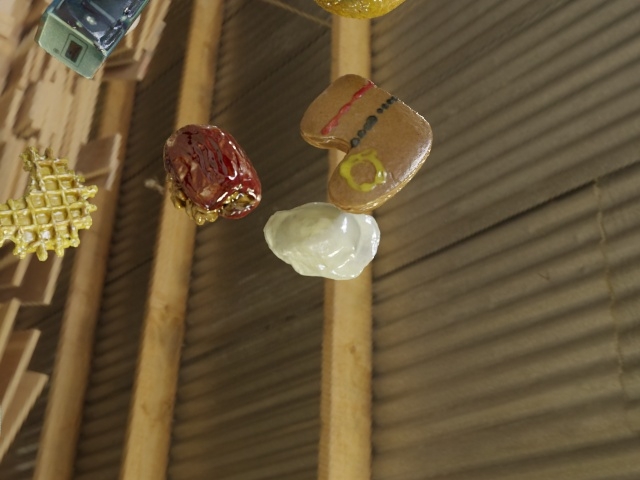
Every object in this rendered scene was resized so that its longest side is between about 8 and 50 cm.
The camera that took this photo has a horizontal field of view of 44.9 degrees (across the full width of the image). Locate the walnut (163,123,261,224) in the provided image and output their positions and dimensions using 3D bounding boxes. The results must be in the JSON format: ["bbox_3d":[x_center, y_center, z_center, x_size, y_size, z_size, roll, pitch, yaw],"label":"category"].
[{"bbox_3d":[-0.303,-0.167,2.068,0.244,0.222,0.269,-37,-118,3],"label":"walnut"}]

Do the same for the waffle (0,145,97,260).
[{"bbox_3d":[-0.674,-0.087,1.859,0.069,0.260,0.293,-40,-164,51],"label":"waffle"}]

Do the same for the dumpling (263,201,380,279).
[{"bbox_3d":[0.000,0.000,1.651,0.250,0.132,0.162,4,-92,5],"label":"dumpling"}]

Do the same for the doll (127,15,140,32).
[{"bbox_3d":[-0.501,-0.574,1.712,0.151,0.287,0.150,-4,-116,9],"label":"doll"}]

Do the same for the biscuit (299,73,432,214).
[{"bbox_3d":[0.071,-0.201,1.546,0.262,0.052,0.277,-41,-113,-18],"label":"biscuit"}]

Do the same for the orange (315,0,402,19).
[{"bbox_3d":[0.094,-0.650,1.672,0.322,0.322,0.356,-16,-128,41],"label":"orange"}]

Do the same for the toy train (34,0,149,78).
[{"bbox_3d":[-0.236,-0.383,1.035,0.089,0.086,0.409,-35,-153,51],"label":"toy train"}]
